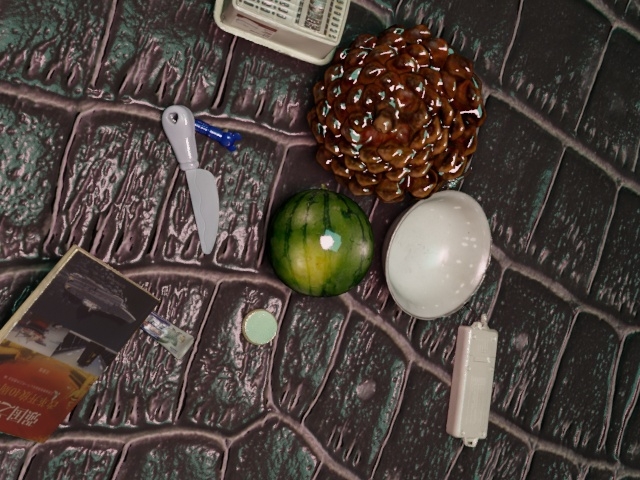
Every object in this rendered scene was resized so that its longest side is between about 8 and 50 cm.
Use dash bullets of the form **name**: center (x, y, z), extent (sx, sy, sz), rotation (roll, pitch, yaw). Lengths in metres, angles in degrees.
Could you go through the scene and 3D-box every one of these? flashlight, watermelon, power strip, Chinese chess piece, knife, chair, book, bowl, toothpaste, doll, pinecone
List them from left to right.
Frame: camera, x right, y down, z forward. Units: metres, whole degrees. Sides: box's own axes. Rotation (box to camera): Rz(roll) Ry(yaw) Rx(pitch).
- **book**: center (-0.506, 0.210, 1.326), extent (0.374, 0.028, 0.262), rotation (-52, 145, -7)
- **toothpaste**: center (-0.374, 0.169, 1.473), extent (0.233, 0.038, 0.060), rotation (41, 84, -18)
- **knife**: center (-0.268, -0.134, 1.503), extent (0.080, 0.044, 0.332), rotation (-13, 98, 16)
- **flashlight**: center (-0.238, -0.242, 1.532), extent (0.121, 0.057, 0.035), rotation (23, 46, -13)
- **Chinese chess piece**: center (-0.140, 0.197, 1.568), extent (0.084, 0.034, 0.084), rotation (0, 89, -19)
- **watermelon**: center (0.000, 0.005, 1.516), extent (0.242, 0.242, 0.243), rotation (0, 90, -22)
- **pinecone**: center (0.181, -0.286, 1.542), extent (0.397, 0.397, 0.398), rotation (0, 90, -22)
- **bowl**: center (0.245, 0.023, 1.649), extent (0.313, 0.146, 0.314), rotation (-8, 106, -30)
- **doll**: center (0.289, -0.143, 1.724), extent (0.139, 0.057, 0.165), rotation (26, 98, -34)
- **chair**: center (0.358, 0.164, 1.763), extent (0.042, 0.037, 0.086), rotation (-43, 109, -4)
- **power strip**: center (0.392, 0.354, 1.765), extent (0.098, 0.058, 0.339), rotation (9, 87, -21)

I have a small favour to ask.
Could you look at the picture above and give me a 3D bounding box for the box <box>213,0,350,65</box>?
- **box**: center (-0.078, -0.531, 1.525), extent (0.290, 0.166, 0.221), rotation (16, 84, -21)
